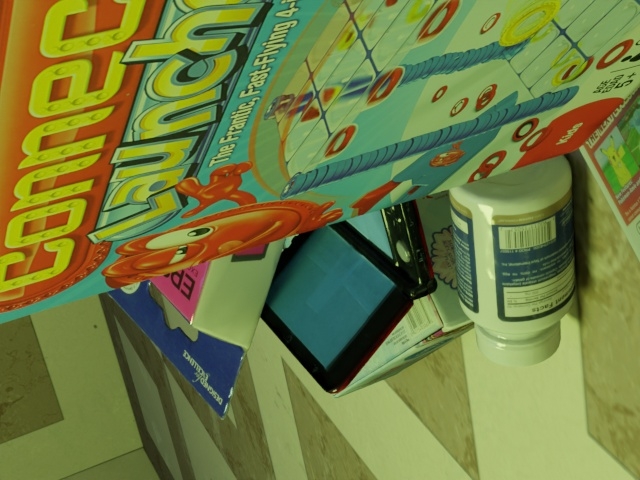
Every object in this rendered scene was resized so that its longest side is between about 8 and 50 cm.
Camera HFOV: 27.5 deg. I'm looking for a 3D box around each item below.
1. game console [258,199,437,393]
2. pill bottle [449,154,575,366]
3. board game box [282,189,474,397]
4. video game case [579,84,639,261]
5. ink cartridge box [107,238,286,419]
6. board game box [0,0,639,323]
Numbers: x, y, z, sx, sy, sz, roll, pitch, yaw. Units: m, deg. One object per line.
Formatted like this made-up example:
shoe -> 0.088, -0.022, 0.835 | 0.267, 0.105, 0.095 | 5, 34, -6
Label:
game console -> 0.000, 0.000, 0.803 | 0.144, 0.085, 0.124 | 42, 153, 56
pill bottle -> 0.109, 0.010, 0.732 | 0.067, 0.067, 0.120 | -131, 26, -51
board game box -> 0.011, -0.060, 0.970 | 0.318, 0.066, 0.318 | 67, 163, 8
video game case -> 0.165, -0.053, 0.553 | 0.201, 0.023, 0.183 | 111, 136, -68
ink cartridge box -> -0.079, -0.077, 0.848 | 0.176, 0.069, 0.370 | 41, 125, 39
board game box -> 0.012, -0.100, 0.413 | 0.086, 0.302, 0.308 | 65, 155, 17
